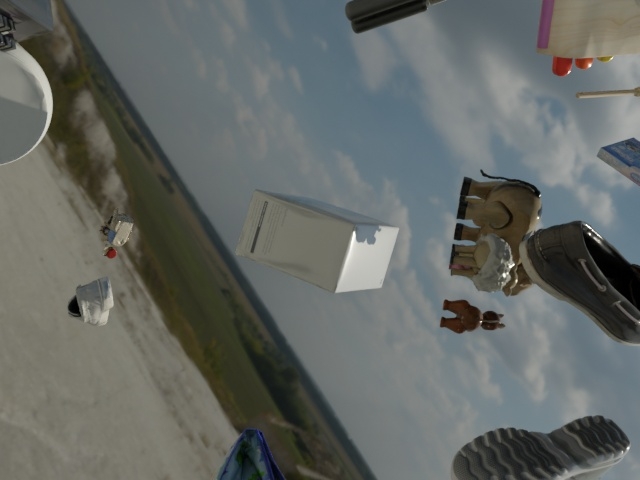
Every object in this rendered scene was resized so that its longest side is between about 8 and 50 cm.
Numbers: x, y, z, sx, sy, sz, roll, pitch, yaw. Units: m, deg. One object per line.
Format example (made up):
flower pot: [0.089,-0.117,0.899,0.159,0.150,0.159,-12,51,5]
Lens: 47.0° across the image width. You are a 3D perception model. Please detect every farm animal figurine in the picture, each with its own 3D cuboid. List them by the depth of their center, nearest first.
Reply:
farm animal figurine: [0.322,0.003,1.302,0.327,0.172,0.330,83,18,-56]

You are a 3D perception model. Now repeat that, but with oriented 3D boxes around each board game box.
board game box: [0.490,-0.121,1.134,0.090,0.090,0.020,46,-40,34]

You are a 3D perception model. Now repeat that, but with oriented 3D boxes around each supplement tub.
supplement tub: [-0.643,-0.276,1.396,0.331,0.241,0.241,35,-24,58]

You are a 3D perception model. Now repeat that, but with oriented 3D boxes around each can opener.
can opener: [0.189,-0.516,1.510,0.076,0.283,0.095,52,28,-54]

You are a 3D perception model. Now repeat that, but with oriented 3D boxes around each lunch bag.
lunch bag: [-0.091,0.294,0.781,0.129,0.096,0.151,118,-22,-45]

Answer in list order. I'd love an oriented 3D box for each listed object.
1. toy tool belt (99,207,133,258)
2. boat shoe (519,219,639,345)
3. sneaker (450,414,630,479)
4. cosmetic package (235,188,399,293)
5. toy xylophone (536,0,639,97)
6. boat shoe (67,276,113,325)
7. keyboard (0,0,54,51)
toy tool belt: [-0.376,-0.014,1.336,0.051,0.083,0.052,33,10,40]
boat shoe: [0.427,0.066,1.063,0.335,0.095,0.112,26,48,-31]
sneaker: [0.319,0.341,1.071,0.105,0.281,0.115,-117,-151,-54]
cosmetic package: [0.000,0.000,1.431,0.225,0.138,0.224,21,9,25]
toy xylophone: [0.573,-0.400,1.450,0.081,0.323,0.236,-133,-133,-59]
boat shoe: [-0.374,0.104,1.180,0.184,0.063,0.066,155,-74,-65]
keyboard: [-0.192,-0.136,0.384,0.317,0.201,0.033,-129,-163,-79]
